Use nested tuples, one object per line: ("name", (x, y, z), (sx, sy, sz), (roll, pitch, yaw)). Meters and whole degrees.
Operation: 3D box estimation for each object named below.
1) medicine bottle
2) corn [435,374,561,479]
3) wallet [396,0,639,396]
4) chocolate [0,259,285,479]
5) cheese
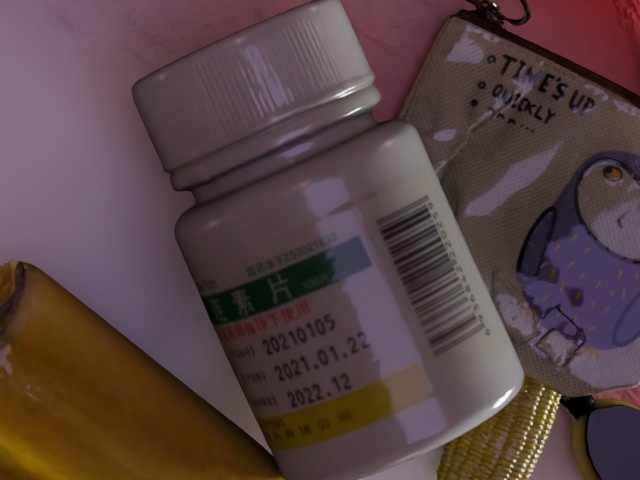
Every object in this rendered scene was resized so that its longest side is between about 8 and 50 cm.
("medicine bottle", (0.000, 0.000, 1.522), (0.208, 0.208, 0.340), (-26, 94, -17))
("corn", (0.154, 0.155, 1.685), (0.085, 0.063, 0.165), (24, 87, -16))
("wallet", (0.194, -0.032, 1.642), (0.335, 0.068, 0.275), (29, 89, -1))
("chocolate", (-0.126, 0.198, 1.547), (0.445, 0.162, 0.162), (40, 81, -25))
("cheese", (0.245, 0.163, 1.737), (0.086, 0.036, 0.162), (-43, 102, -6))
